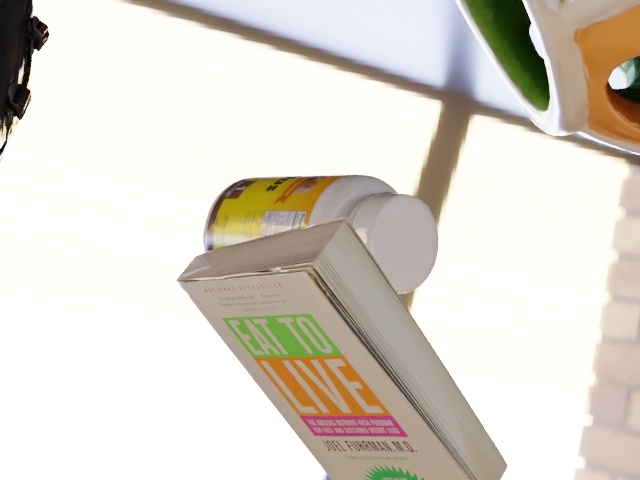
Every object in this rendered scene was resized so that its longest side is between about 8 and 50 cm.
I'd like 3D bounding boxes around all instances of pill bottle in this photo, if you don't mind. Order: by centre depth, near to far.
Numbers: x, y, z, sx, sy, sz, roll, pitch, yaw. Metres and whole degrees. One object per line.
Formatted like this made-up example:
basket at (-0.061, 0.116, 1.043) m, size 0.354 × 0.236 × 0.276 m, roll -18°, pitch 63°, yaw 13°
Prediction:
pill bottle at (0.000, 0.000, 1.210) m, size 0.117 × 0.117 × 0.215 m, roll 13°, pitch 173°, yaw -41°

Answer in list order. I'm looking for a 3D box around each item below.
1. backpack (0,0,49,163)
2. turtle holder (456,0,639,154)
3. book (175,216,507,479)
backpack at (-0.460, -0.103, 1.492) m, size 0.273 × 0.290 × 0.355 m, roll 11°, pitch 139°, yaw -12°
turtle holder at (0.150, -0.179, 0.550) m, size 0.227 × 0.320 × 0.243 m, roll -26°, pitch 174°, yaw 0°
book at (0.009, 0.060, 0.618) m, size 0.096 × 0.035 × 0.144 m, roll -10°, pitch 124°, yaw 47°
